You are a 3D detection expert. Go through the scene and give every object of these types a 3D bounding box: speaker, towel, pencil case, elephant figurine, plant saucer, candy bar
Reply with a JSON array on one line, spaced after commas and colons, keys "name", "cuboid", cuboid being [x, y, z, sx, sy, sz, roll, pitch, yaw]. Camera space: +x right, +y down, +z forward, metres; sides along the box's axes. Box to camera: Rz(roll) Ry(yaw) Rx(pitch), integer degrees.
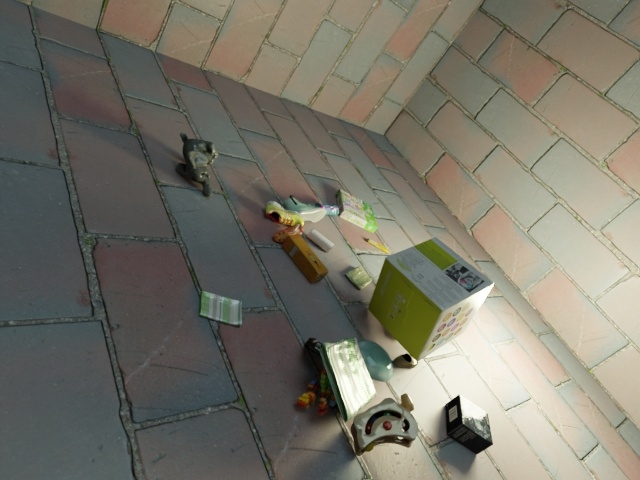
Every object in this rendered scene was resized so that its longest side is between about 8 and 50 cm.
[{"name": "speaker", "cuboid": [0.000, 0.000, 2.210, 0.136, 0.055, 0.055, 37, 29, 0]}, {"name": "towel", "cuboid": [0.103, 0.460, 1.542, 0.324, 0.038, 0.248, 17, 51, -67]}, {"name": "pencil case", "cuboid": [0.035, -0.173, 2.477, 0.151, 0.070, 0.065, -1, 71, -46]}, {"name": "elephant figurine", "cuboid": [-0.555, -0.336, 1.992, 0.185, 0.170, 0.240, 6, 50, 2]}, {"name": "towel", "cuboid": [0.191, 0.183, 2.192, 0.110, 0.027, 0.148, 47, 31, 14]}, {"name": "plant saucer", "cuboid": [0.228, 0.476, 1.811, 0.194, 0.037, 0.195, 27, 32, -18]}, {"name": "towel", "cuboid": [-0.342, 0.233, 1.540, 0.151, 0.023, 0.113, 22, 32, -26]}, {"name": "candy bar", "cuboid": [0.333, 0.032, 2.568, 0.161, 0.018, 0.040, 28, 27, -16]}]

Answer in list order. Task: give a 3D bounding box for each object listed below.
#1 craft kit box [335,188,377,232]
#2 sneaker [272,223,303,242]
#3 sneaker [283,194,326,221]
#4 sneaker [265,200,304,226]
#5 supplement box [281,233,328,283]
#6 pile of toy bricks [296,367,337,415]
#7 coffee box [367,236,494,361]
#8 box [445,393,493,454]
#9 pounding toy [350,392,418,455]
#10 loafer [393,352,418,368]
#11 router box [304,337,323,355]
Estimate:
[{"name": "craft kit box", "cuboid": [0.216, -0.181, 2.705, 0.249, 0.061, 0.247, 24, 35, -23]}, {"name": "sneaker", "cuboid": [-0.156, -0.027, 2.086, 0.175, 0.067, 0.064, -20, 95, -42]}, {"name": "sneaker", "cuboid": [-0.081, -0.174, 2.328, 0.255, 0.094, 0.151, -5, 47, -52]}, {"name": "sneaker", "cuboid": [-0.177, -0.106, 2.155, 0.208, 0.082, 0.094, 24, 40, -12]}, {"name": "supplement box", "cuboid": [-0.070, 0.080, 2.000, 0.233, 0.080, 0.078, 49, 32, 22]}, {"name": "pile of toy bricks", "cuboid": [0.018, 0.473, 1.473, 0.117, 0.105, 0.212, 12, 16, 29]}, {"name": "coffee box", "cuboid": [0.461, 0.246, 1.943, 0.334, 0.338, 0.338, -19, 49, -32]}, {"name": "box", "cuboid": [0.593, 0.736, 1.791, 0.158, 0.093, 0.156, 35, 29, -8]}, {"name": "pounding toy", "cuboid": [0.224, 0.634, 1.485, 0.269, 0.155, 0.154, -20, 52, -23]}, {"name": "loafer", "cuboid": [0.377, 0.513, 1.907, 0.147, 0.050, 0.056, 7, 42, -42]}, {"name": "router box", "cuboid": [-0.004, 0.391, 1.601, 0.092, 0.038, 0.122, 37, -15, -3]}]
